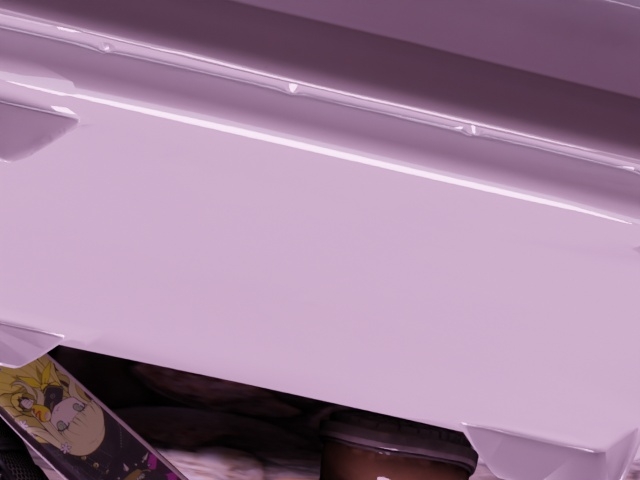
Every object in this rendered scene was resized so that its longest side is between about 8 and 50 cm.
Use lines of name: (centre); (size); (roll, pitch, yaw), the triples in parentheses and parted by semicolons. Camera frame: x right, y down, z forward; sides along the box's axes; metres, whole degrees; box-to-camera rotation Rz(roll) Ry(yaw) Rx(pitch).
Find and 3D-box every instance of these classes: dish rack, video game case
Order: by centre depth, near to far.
dish rack: (0.000, 0.000, 0.523); (0.333, 0.072, 0.285); (13, 161, -5)
video game case: (-0.068, 0.157, 0.935); (0.210, 0.042, 0.232); (39, 169, 21)

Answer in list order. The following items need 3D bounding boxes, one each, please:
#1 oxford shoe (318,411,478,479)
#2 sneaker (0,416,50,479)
oxford shoe: (0.034, 0.148, 0.926); (0.083, 0.096, 0.227); (10, 159, 6)
sneaker: (-0.178, 0.144, 0.933); (0.227, 0.087, 0.130); (45, 178, 39)
